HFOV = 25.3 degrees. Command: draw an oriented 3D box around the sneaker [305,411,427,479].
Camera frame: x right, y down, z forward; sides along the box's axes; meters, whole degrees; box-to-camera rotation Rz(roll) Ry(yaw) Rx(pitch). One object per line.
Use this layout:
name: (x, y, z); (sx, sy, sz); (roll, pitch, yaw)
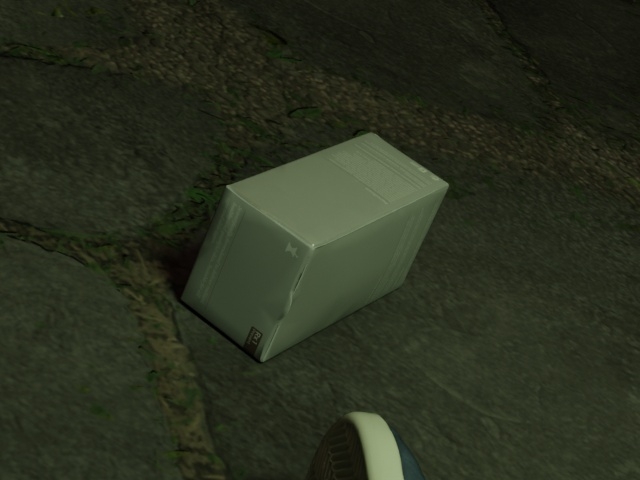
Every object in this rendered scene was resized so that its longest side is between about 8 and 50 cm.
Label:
sneaker: (0.086, 0.257, 0.882); (0.148, 0.131, 0.350); (12, 39, -26)

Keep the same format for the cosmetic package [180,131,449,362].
cosmetic package: (0.000, 0.000, 1.239); (0.107, 0.127, 0.238); (37, 30, 22)
